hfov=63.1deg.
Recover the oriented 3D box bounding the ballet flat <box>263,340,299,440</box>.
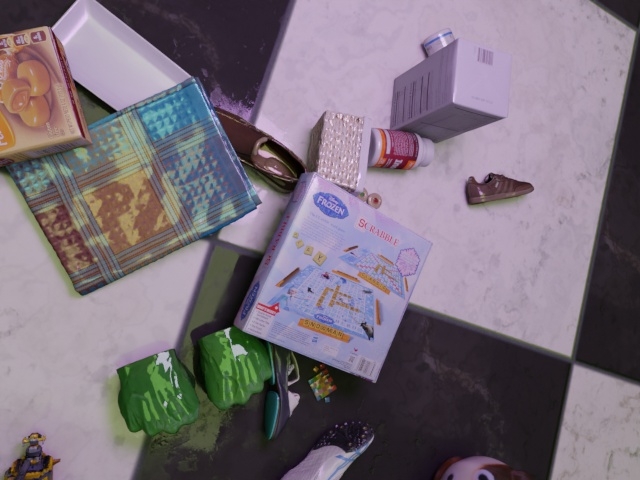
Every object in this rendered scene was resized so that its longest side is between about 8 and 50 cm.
[{"bbox_3d":[-0.075,0.294,1.043,0.074,0.074,0.203,1,84,-22],"label":"ballet flat"}]

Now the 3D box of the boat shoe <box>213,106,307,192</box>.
[{"bbox_3d":[-0.133,-0.190,1.031,0.257,0.095,0.095,29,77,-18],"label":"boat shoe"}]

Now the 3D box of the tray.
[{"bbox_3d":[-0.368,-0.315,0.978,0.270,0.030,0.145,37,73,-16],"label":"tray"}]

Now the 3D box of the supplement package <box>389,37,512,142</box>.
[{"bbox_3d":[0.270,-0.310,1.123,0.139,0.244,0.134,8,85,-23],"label":"supplement package"}]

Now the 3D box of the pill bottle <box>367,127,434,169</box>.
[{"bbox_3d":[0.172,-0.202,1.162,0.152,0.086,0.086,1,86,-22],"label":"pill bottle"}]

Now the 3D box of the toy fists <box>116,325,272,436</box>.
[{"bbox_3d":[-0.228,0.261,0.967,0.279,0.096,0.142,-17,78,-22],"label":"toy fists"}]

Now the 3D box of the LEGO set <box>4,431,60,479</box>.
[{"bbox_3d":[-0.543,0.351,0.748,0.331,0.255,0.192,3,102,-15],"label":"LEGO set"}]

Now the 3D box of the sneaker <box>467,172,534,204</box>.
[{"bbox_3d":[0.445,-0.136,1.281,0.188,0.066,0.071,-12,90,-23],"label":"sneaker"}]

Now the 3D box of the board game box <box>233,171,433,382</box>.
[{"bbox_3d":[0.037,0.079,1.029,0.319,0.066,0.318,28,82,-27],"label":"board game box"}]

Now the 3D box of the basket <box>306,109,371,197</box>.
[{"bbox_3d":[0.033,-0.173,1.085,0.103,0.113,0.167,12,75,-15],"label":"basket"}]

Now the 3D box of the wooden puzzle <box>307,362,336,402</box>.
[{"bbox_3d":[0.003,0.305,1.106,0.049,0.006,0.083,-29,98,-21],"label":"wooden puzzle"}]

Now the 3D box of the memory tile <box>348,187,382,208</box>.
[{"bbox_3d":[0.071,-0.052,1.152,0.113,0.012,0.148,23,79,-19],"label":"memory tile"}]

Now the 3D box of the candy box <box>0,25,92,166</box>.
[{"bbox_3d":[-0.558,-0.209,0.833,0.316,0.087,0.183,-16,93,-11],"label":"candy box"}]

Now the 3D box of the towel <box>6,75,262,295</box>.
[{"bbox_3d":[-0.324,-0.100,0.942,0.370,0.040,0.271,-28,97,-10],"label":"towel"}]

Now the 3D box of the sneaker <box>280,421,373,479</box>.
[{"bbox_3d":[0.015,0.463,1.070,0.237,0.085,0.086,-32,125,-24],"label":"sneaker"}]

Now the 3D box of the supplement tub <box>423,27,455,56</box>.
[{"bbox_3d":[0.295,-0.438,1.235,0.071,0.071,0.107,-29,98,-21],"label":"supplement tub"}]

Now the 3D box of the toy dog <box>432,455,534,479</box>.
[{"bbox_3d":[0.355,0.669,1.089,0.395,0.284,0.408,-6,89,-36],"label":"toy dog"}]
